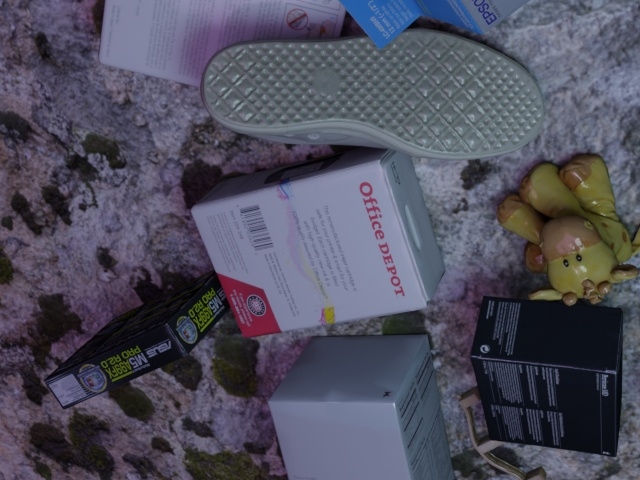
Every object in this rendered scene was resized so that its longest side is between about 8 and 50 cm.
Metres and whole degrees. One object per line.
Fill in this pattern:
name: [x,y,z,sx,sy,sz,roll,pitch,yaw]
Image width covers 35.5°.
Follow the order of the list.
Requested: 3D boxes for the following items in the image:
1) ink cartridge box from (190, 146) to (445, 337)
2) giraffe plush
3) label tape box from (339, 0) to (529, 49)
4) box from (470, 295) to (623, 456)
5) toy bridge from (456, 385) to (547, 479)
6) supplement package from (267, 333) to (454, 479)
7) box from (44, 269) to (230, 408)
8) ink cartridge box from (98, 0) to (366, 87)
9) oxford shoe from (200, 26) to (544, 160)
ink cartridge box: [0.000,0.000,1.449,0.306,0.131,0.226,-11,109,23]
giraffe plush: [0.331,0.010,1.303,0.210,0.170,0.181,41,121,-1]
label tape box: [0.161,-0.364,1.107,0.347,0.115,0.249,-37,136,12]
box: [0.317,0.190,1.369,0.184,0.103,0.261,7,147,20]
toy bridge: [0.270,0.310,1.552,0.063,0.026,0.188,-35,98,31]
supplement package: [0.071,0.305,1.525,0.199,0.198,0.263,-3,113,23]
box: [-0.274,0.150,1.575,0.270,0.216,0.060,-25,101,28]
ink cartridge box: [-0.094,-0.354,1.368,0.385,0.091,0.308,12,118,-4]
oxford shoe: [0.068,-0.192,1.326,0.449,0.130,0.169,3,88,-1]
